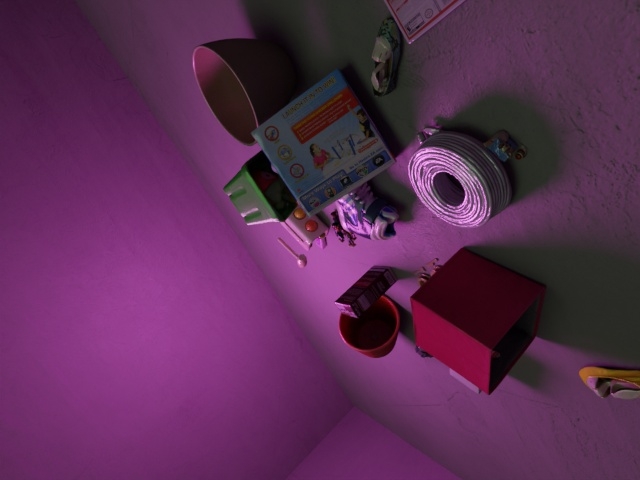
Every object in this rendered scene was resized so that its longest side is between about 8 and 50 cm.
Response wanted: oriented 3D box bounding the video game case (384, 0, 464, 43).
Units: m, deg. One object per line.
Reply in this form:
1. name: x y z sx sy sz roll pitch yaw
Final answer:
1. video game case: 0.169 -0.563 0.815 0.285 0.025 0.204 55 158 -12

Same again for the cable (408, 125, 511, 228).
1. cable: 0.338 -0.148 1.035 0.257 0.089 0.257 26 148 52

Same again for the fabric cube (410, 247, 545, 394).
1. fabric cube: 0.447 0.229 1.208 0.258 0.254 0.259 30 151 40

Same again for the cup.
1. cup: -0.219 -0.513 1.355 0.331 0.237 0.331 41 157 22

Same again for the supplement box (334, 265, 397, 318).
1. supplement box: 0.185 0.205 1.690 0.073 0.239 0.130 57 158 -14

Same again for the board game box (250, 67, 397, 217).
1. board game box: 0.011 -0.275 1.216 0.302 0.308 0.086 56 -164 -11

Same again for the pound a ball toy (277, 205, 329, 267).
1. pound a ball toy: -0.110 -0.063 1.886 0.319 0.208 0.136 46 158 13

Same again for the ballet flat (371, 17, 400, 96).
1. ballet flat: 0.152 -0.429 1.004 0.070 0.070 0.188 37 154 31

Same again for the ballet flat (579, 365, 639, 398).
1. ballet flat: 0.754 0.371 1.074 0.077 0.077 0.231 50 158 1

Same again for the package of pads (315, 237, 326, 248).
1. package of pads: 0.000 0.000 2.004 0.050 0.032 0.083 34 153 30

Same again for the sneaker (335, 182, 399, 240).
1. sneaker: 0.158 -0.142 1.386 0.236 0.130 0.323 15 135 41

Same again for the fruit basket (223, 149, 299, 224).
1. fruit basket: -0.115 -0.232 1.547 0.283 0.392 0.392 58 157 -18

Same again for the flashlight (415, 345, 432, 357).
1. flashlight: 0.433 0.384 1.676 0.103 0.103 0.304 38 154 27

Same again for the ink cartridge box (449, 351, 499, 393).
1. ink cartridge box: 0.549 0.430 1.490 0.127 0.128 0.176 32 152 39

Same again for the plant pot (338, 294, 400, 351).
1. plant pot: 0.238 0.410 1.912 0.275 0.275 0.243 37 165 31

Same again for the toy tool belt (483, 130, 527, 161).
1. toy tool belt: 0.399 -0.196 0.908 0.083 0.051 0.052 45 157 14

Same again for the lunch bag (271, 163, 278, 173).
1. lunch bag: -0.048 -0.299 1.360 0.176 0.219 0.090 20 -178 -34

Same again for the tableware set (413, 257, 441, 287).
1. tableware set: 0.395 0.148 1.465 0.128 0.039 0.194 48 158 6

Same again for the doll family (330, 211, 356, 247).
1. doll family: 0.088 -0.051 1.704 0.193 0.076 0.111 21 148 56
